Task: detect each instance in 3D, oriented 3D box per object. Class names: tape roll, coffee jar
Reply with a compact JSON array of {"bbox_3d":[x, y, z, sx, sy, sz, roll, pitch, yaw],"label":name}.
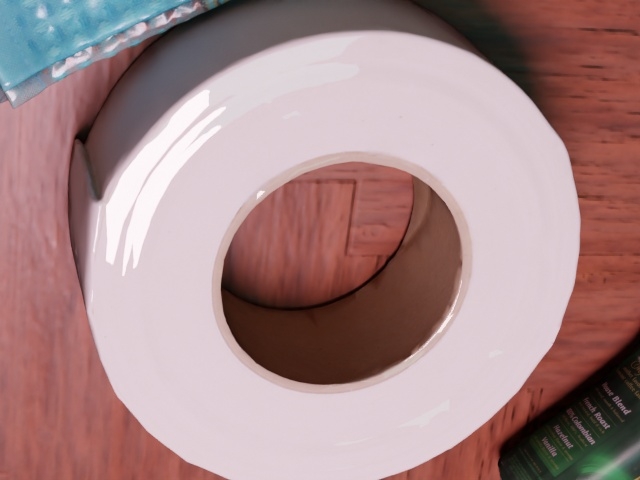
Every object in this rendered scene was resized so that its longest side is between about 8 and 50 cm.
[{"bbox_3d":[0.000,0.000,0.857,0.286,0.100,0.286,-6,117,-13],"label":"tape roll"},{"bbox_3d":[0.214,0.126,0.989,0.184,0.079,0.096,-44,118,7],"label":"coffee jar"}]

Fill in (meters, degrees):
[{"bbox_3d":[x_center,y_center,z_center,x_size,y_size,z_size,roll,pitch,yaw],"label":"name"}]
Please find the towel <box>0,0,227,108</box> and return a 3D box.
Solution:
[{"bbox_3d":[-0.059,-0.257,0.751,0.370,0.040,0.271,-26,120,-3],"label":"towel"}]
